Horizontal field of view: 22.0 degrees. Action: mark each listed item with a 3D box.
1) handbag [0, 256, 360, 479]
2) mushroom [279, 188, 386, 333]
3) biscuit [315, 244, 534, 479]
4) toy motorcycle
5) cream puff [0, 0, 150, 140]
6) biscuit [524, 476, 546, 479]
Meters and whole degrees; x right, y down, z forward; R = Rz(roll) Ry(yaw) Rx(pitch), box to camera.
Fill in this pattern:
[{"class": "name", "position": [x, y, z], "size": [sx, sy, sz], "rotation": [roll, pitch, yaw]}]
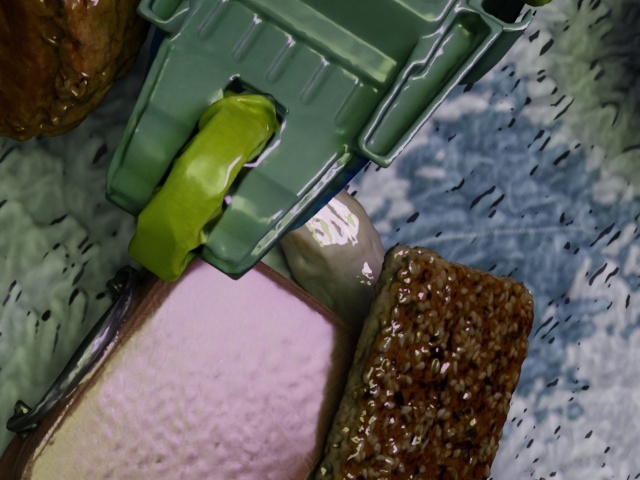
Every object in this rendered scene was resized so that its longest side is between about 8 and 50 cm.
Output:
[{"class": "handbag", "position": [-0.075, 0.096, 0.874], "size": [0.151, 0.072, 0.193], "rotation": [43, 71, -14]}, {"class": "mushroom", "position": [0.002, -0.003, 0.931], "size": [0.059, 0.054, 0.202], "rotation": [-38, 95, -21]}, {"class": "biscuit", "position": [0.050, 0.122, 0.902], "size": [0.131, 0.025, 0.230], "rotation": [16, 92, -46]}, {"class": "toy motorcycle", "position": [-0.004, -0.109, 0.830], "size": [0.191, 0.200, 0.326], "rotation": [33, 74, -1]}, {"class": "cream puff", "position": [-0.150, -0.159, 0.834], "size": [0.183, 0.183, 0.169], "rotation": [48, 47, -12]}, {"class": "biscuit", "position": [0.142, 0.239, 0.973], "size": [0.064, 0.034, 0.199], "rotation": [-26, 95, -25]}]
